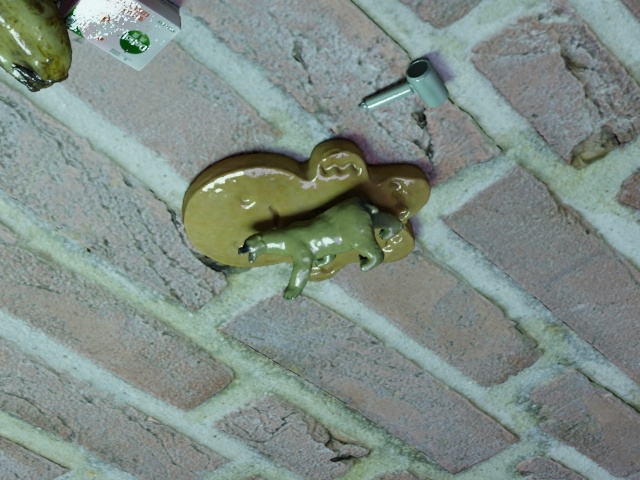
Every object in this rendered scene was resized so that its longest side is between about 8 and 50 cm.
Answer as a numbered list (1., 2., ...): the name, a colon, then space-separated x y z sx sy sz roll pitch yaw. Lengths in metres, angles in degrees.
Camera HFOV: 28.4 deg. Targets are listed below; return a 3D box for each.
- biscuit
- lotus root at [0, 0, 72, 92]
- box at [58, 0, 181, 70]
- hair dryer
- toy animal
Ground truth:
1. biscuit: -0.022 -0.036 1.835 0.355 0.052 0.275 3 136 -14
2. lotus root: -0.366 -0.272 1.441 0.110 0.097 0.258 5 150 31
3. box: -0.244 -0.274 1.543 0.125 0.043 0.089 28 126 -33
4. hair dryer: 0.105 -0.194 1.700 0.124 0.038 0.063 -21 137 21
5. toy animal: 0.000 0.000 1.786 0.219 0.103 0.101 -21 116 16
